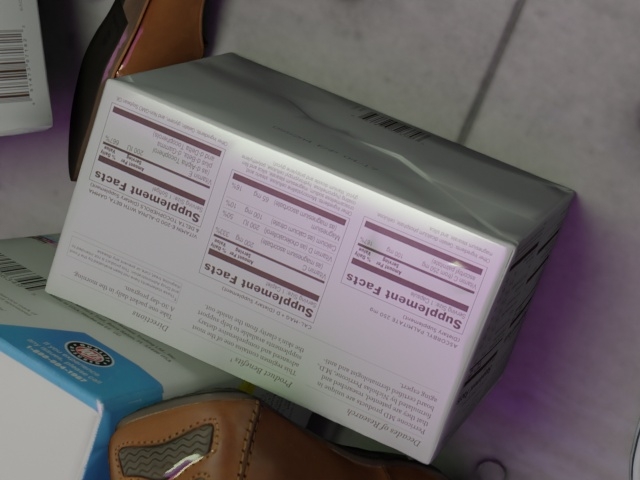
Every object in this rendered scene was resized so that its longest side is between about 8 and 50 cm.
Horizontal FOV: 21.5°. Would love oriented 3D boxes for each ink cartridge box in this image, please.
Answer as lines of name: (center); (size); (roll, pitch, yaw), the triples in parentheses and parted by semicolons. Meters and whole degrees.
ink cartridge box: (-0.160, 0.124, 1.096); (0.198, 0.270, 0.197); (28, 108, 25)

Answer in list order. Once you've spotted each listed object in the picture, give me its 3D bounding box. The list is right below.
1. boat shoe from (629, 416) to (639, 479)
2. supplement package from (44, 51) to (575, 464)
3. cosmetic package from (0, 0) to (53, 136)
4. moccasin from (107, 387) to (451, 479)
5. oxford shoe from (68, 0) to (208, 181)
boat shoe: (0.305, 0.063, 0.995); (0.136, 0.156, 0.367); (41, 112, 7)
supplement package: (0.000, 0.000, 1.064); (0.262, 0.204, 0.145); (24, 107, 13)
cosmetic package: (-0.337, -0.244, 1.139); (0.284, 0.097, 0.377); (-5, 94, 35)
moccasin: (0.008, 0.198, 1.029); (0.139, 0.380, 0.147); (-15, 67, 16)
oxford shoe: (-0.121, -0.122, 1.158); (0.076, 0.076, 0.212); (13, 125, -25)
